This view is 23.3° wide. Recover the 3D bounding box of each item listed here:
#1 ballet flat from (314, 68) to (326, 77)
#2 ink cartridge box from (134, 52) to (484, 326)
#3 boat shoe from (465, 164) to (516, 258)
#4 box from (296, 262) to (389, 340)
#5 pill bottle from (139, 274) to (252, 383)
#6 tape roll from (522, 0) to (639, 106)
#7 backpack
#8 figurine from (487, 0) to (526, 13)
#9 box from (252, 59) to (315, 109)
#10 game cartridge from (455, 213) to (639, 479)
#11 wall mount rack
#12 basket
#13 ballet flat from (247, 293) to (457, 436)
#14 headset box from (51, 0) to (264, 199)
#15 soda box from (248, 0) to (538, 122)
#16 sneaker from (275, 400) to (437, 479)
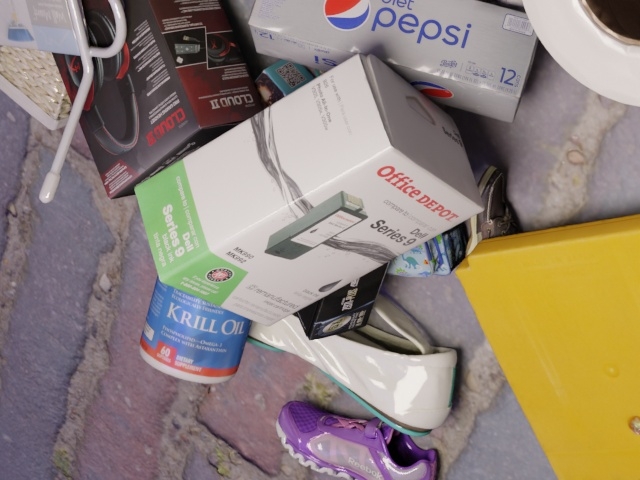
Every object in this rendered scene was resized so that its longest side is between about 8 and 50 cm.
[{"bbox_3d":[0.031,-0.226,1.706,0.123,0.123,0.348,-30,94,45],"label":"ballet flat"},{"bbox_3d":[-0.009,-0.045,1.601,0.289,0.211,0.121,-29,60,22],"label":"ink cartridge box"},{"bbox_3d":[0.195,-0.016,1.731,0.049,0.056,0.152,22,136,23],"label":"boat shoe"},{"bbox_3d":[0.000,0.000,1.807,0.147,0.077,0.180,108,144,-55],"label":"box"},{"bbox_3d":[-0.130,0.046,1.826,0.124,0.124,0.221,24,107,27],"label":"pill bottle"},{"bbox_3d":[0.321,-0.261,1.397,0.246,0.169,0.246,19,125,30],"label":"tape roll"},{"bbox_3d":[0.107,-0.016,1.776,0.105,0.084,0.114,5,117,37],"label":"backpack"},{"bbox_3d":[0.155,-0.325,1.567,0.215,0.092,0.209,28,137,24],"label":"figurine"},{"bbox_3d":[-0.074,-0.110,1.888,0.100,0.060,0.244,48,135,6],"label":"box"},{"bbox_3d":[0.322,0.125,1.676,0.285,0.052,0.324,-9,115,42],"label":"game cartridge"},{"bbox_3d":[-0.376,-0.220,1.856,0.350,0.130,0.304,14,122,43],"label":"wall mount rack"},{"bbox_3d":[-0.355,-0.241,2.008,0.167,0.113,0.103,38,131,16],"label":"basket"},{"bbox_3d":[0.000,0.094,1.918,0.400,0.139,0.139,28,130,20],"label":"ballet flat"},{"bbox_3d":[-0.201,-0.200,1.855,0.218,0.110,0.293,-31,78,47],"label":"headset box"},{"bbox_3d":[0.076,-0.210,1.592,0.286,0.091,0.098,16,170,6],"label":"soda box"},{"bbox_3d":[0.055,0.261,1.985,0.236,0.095,0.104,30,124,17],"label":"sneaker"}]
